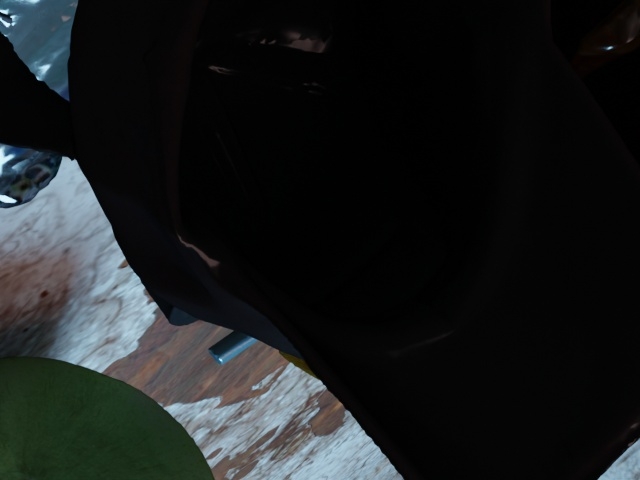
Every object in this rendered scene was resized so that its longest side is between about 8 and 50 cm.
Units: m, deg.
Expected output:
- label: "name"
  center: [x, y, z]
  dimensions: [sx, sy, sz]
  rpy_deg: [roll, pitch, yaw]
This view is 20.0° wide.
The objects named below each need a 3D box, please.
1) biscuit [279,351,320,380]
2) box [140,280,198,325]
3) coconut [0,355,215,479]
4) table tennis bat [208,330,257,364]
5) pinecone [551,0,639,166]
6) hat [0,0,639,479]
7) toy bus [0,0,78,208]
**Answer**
- label: "biscuit"
  center: [0.079, 0.135, 1.655]
  dimensions: [0.049, 0.273, 0.257]
  rpy_deg: [-65, 157, -8]
- label: "box"
  center: [0.028, -0.066, 1.381]
  dimensions: [0.350, 0.058, 0.211]
  rpy_deg: [-28, 158, -32]
- label: "coconut"
  center: [-0.219, 0.234, 1.283]
  dimensions: [0.328, 0.281, 0.328]
  rpy_deg: [0, 149, 0]
- label: "table tennis bat"
  center: [-0.029, 0.056, 1.550]
  dimensions: [0.155, 0.019, 0.100]
  rpy_deg: [-36, 169, -12]
- label: "pinecone"
  center: [0.156, -0.080, 1.114]
  dimensions: [0.398, 0.397, 0.398]
  rpy_deg: [-34, 161, -13]
- label: "hat"
  center: [-0.004, -0.027, 0.788]
  dimensions: [0.238, 0.336, 0.209]
  rpy_deg: [-32, -169, -35]
- label: "toy bus"
  center: [-0.138, -0.120, 0.856]
  dimensions: [0.317, 0.112, 0.138]
  rpy_deg: [-45, 157, 15]
